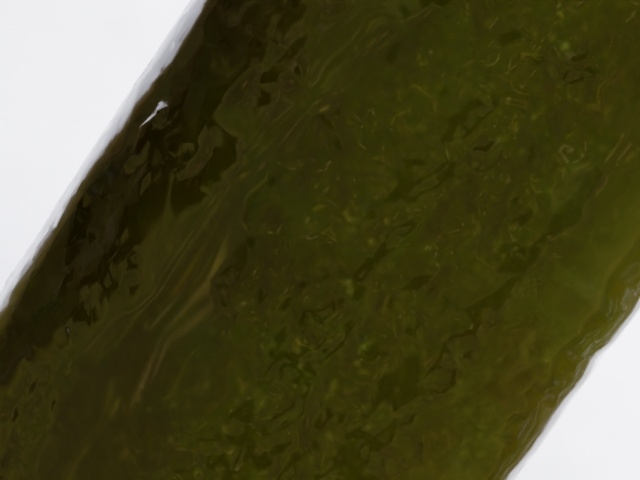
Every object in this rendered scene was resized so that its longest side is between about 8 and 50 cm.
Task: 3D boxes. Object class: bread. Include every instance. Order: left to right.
[{"bbox_3d":[0.000,0.000,0.546,0.166,0.112,0.383,44,-74,36],"label":"bread"}]
